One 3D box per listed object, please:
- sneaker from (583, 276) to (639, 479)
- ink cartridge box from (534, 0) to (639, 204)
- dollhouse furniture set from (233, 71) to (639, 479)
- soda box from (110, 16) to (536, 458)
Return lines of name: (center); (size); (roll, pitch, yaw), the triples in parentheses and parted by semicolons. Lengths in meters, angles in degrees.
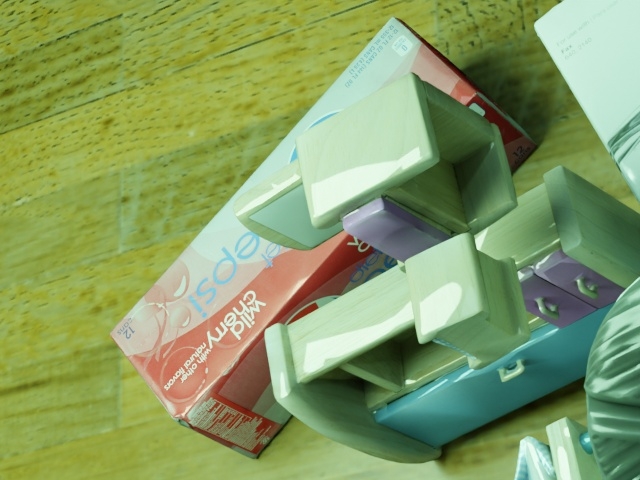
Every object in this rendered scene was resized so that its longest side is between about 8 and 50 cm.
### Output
sneaker: (0.284, 0.171, 0.798); (0.169, 0.257, 0.447); (-19, 98, 34)
ink cartridge box: (0.207, -0.041, 0.966); (0.082, 0.139, 0.190); (-36, 54, 18)
dollhouse furniture set: (0.079, 0.137, 0.893); (0.198, 0.286, 0.303); (-31, 53, 29)
soda box: (0.000, 0.000, 1.124); (0.263, 0.083, 0.092); (-48, 52, 7)
